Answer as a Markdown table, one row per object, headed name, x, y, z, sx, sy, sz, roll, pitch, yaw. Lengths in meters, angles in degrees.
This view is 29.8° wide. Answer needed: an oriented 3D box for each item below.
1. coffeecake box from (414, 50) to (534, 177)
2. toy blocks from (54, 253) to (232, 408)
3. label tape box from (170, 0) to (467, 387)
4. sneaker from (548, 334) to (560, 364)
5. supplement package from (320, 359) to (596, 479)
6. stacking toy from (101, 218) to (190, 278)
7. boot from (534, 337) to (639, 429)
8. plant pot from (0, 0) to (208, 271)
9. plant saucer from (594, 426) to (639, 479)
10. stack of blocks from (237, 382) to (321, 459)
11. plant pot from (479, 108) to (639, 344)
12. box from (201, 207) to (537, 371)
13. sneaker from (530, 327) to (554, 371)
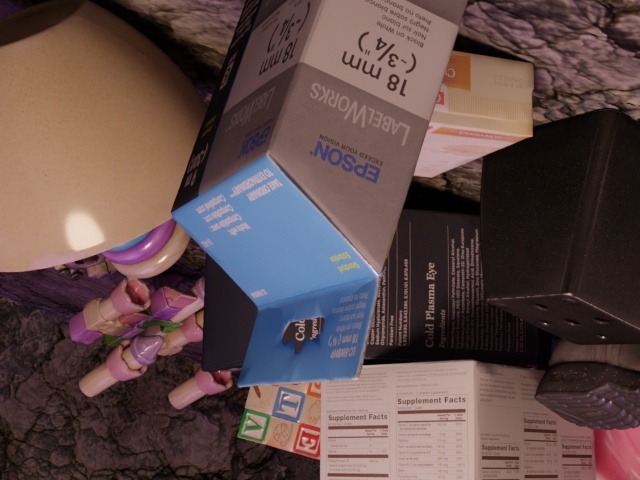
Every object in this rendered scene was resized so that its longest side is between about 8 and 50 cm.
| name | x | y | z | sx | sy | sz | roll | pitch | yaw |
| --- | --- | --- | --- | --- | --- | --- | --- | --- | --- |
| coffeecake box | 0.080 | -0.111 | 1.068 | 0.142 | 0.068 | 0.185 | 6 | 170 | -21 |
| toy blocks | -0.274 | 0.108 | 2.147 | 0.260 | 0.309 | 0.288 | -33 | 150 | 29 |
| label tape box | -0.016 | -0.070 | 0.876 | 0.106 | 0.333 | 0.240 | 23 | 164 | -18 |
| sneaker | 0.414 | 0.132 | 1.572 | 0.281 | 0.115 | 0.105 | 4 | 173 | -39 |
| supplement package | 0.156 | 0.216 | 1.344 | 0.204 | 0.145 | 0.262 | -8 | 166 | 39 |
| stacking toy | -0.314 | -0.075 | 1.618 | 0.141 | 0.141 | 0.330 | 8 | 158 | 33 |
| boot | 0.366 | 0.072 | 1.191 | 0.118 | 0.222 | 0.338 | 37 | 156 | -32 |
| plant pot | -0.253 | -0.124 | 1.174 | 0.284 | 0.284 | 0.191 | 5 | 126 | 39 |
| plant saucer | 0.424 | 0.176 | 1.358 | 0.084 | 0.332 | 0.332 | -6 | -176 | -41 |
| stack of blocks | -0.033 | 0.159 | 1.776 | 0.171 | 0.297 | 0.087 | 12 | 172 | 17 |
| plant pot | 0.259 | 0.001 | 1.145 | 0.188 | 0.167 | 0.187 | 26 | 163 | -25 |
| box | 0.047 | 0.072 | 1.473 | 0.312 | 0.179 | 0.343 | 4 | 170 | -20 |
| sneaker | 0.253 | 0.154 | 1.636 | 0.178 | 0.124 | 0.295 | 9 | 126 | 61 |
